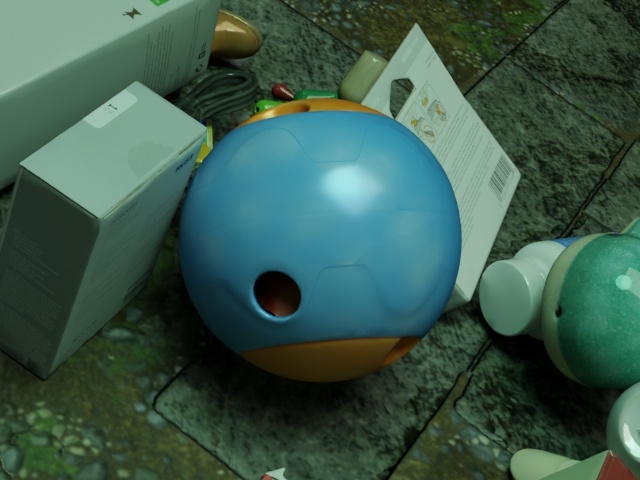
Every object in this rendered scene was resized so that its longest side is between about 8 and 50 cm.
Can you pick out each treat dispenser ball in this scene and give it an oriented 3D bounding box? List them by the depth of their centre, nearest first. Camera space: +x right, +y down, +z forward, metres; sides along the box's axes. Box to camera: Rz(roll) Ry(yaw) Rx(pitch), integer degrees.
[{"bbox_3d":[0.000,0.000,1.143,0.288,0.288,0.288,16,42,-15],"label":"treat dispenser ball"}]

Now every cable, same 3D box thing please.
[{"bbox_3d":[-0.163,-0.128,1.317,0.139,0.072,0.287,5,26,12],"label":"cable"}]

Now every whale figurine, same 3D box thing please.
[{"bbox_3d":[0.380,0.081,1.272,0.272,0.216,0.141,3,3,-32],"label":"whale figurine"}]

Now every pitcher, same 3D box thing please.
[{"bbox_3d":[0.389,0.242,1.207,0.207,0.125,0.178,40,25,-60],"label":"pitcher"}]

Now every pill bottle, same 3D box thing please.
[{"bbox_3d":[0.306,0.057,1.384,0.221,0.124,0.124,-5,51,-34],"label":"pill bottle"}]

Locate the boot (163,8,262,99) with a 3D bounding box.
[{"bbox_3d":[-0.175,-0.237,1.459,0.197,0.073,0.152,8,44,-8],"label":"boot"}]

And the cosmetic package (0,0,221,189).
[{"bbox_3d":[-0.306,-0.218,1.257,0.197,0.155,0.365,39,50,16],"label":"cosmetic package"}]

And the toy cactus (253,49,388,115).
[{"bbox_3d":[0.030,-0.153,1.414,0.219,0.181,0.112,27,20,-10],"label":"toy cactus"}]

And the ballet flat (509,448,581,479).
[{"bbox_3d":[0.314,0.292,1.179,0.248,0.086,0.086,39,42,12],"label":"ballet flat"}]

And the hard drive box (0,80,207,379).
[{"bbox_3d":[-0.218,-0.009,1.072,0.089,0.232,0.181,34,40,6],"label":"hard drive box"}]

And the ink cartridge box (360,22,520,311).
[{"bbox_3d":[0.129,-0.095,1.400,0.261,0.066,0.296,52,37,-16],"label":"ink cartridge box"}]

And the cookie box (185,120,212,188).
[{"bbox_3d":[-0.184,-0.112,1.344,0.107,0.040,0.092,12,42,-19],"label":"cookie box"}]

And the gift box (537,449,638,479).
[{"bbox_3d":[0.183,0.371,0.902,0.276,0.258,0.255,54,41,-1],"label":"gift box"}]

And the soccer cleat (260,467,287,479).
[{"bbox_3d":[-0.025,0.252,1.071,0.035,0.029,0.083,-21,56,-37],"label":"soccer cleat"}]
